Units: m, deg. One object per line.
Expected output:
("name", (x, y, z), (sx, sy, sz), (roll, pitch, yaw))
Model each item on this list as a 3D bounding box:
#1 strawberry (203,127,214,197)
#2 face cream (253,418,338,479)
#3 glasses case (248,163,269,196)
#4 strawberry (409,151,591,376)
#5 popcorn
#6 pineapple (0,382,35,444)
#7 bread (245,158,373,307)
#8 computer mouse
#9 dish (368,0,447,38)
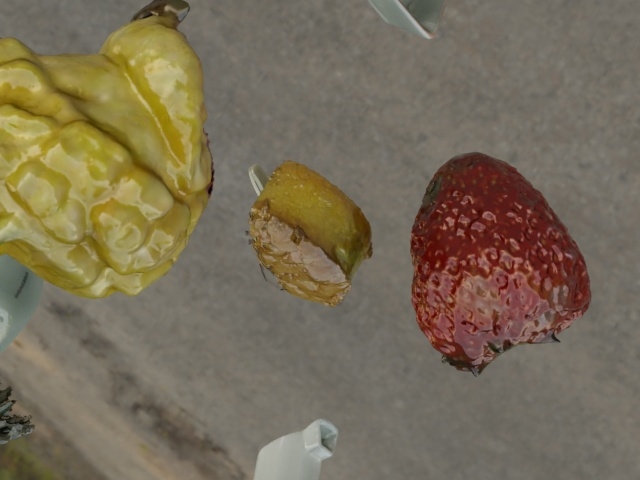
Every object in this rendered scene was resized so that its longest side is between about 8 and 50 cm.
("strawberry", (-0.261, -0.126, 2.209), (0.178, 0.234, 0.234), (18, 148, 53))
("face cream", (-0.054, 0.357, 1.185), (0.145, 0.369, 0.145), (8, 145, 5))
("glasses case", (-0.089, -0.082, 1.871), (0.021, 0.032, 0.083), (-21, 103, 28))
("strawberry", (0.276, 0.039, 1.904), (0.292, 0.292, 0.310), (-2, 122, 45))
("popcorn", (-0.268, -0.112, 1.337), (0.349, 0.381, 0.349), (30, 173, 4))
("pineapple", (-0.638, 0.358, 1.908), (0.175, 0.361, 0.175), (45, 148, 39))
("bread", (0.000, 0.004, 1.814), (0.147, 0.160, 0.260), (15, 152, 30))
("computer mouse", (-0.485, 0.102, 1.717), (0.079, 0.231, 0.128), (15, 162, 40))
("dish", (0.111, -0.384, 1.593), (0.064, 0.234, 0.154), (-16, 131, 40))
